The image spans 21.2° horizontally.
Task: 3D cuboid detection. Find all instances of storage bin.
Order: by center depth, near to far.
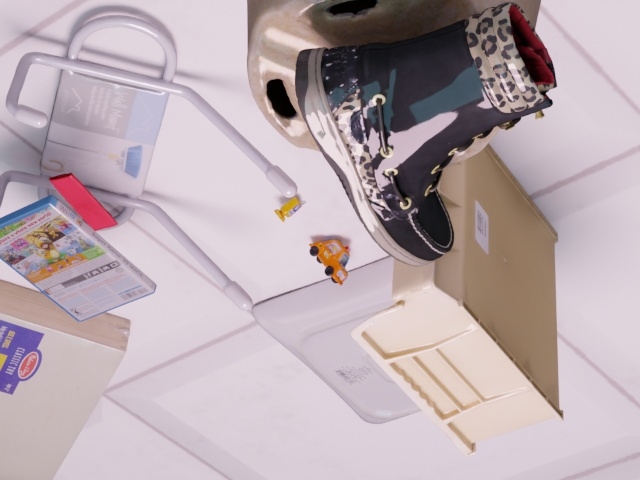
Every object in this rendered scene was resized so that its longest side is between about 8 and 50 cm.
[{"bbox_3d":[0.144,0.038,1.791,0.123,0.262,0.260,-20,134,27],"label":"storage bin"}]

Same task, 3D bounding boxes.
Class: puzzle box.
[{"bbox_3d":[-0.433,0.191,2.221,0.272,0.052,0.409,19,139,-14],"label":"puzzle box"}]

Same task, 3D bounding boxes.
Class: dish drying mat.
[{"bbox_3d":[-0.245,-0.040,1.764,0.032,0.008,0.083,-14,135,28],"label":"dish drying mat"}]

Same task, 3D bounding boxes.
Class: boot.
[{"bbox_3d":[0.104,-0.077,1.318,0.178,0.085,0.236,-15,135,21],"label":"boot"}]

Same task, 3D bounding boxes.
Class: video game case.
[{"bbox_3d":[-0.274,0.022,1.839,0.119,0.015,0.166,-21,131,34],"label":"video game case"}]

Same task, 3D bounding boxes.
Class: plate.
[{"bbox_3d":[0.098,0.132,2.082,0.278,0.045,0.277,-20,134,29],"label":"plate"}]

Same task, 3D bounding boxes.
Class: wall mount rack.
[{"bbox_3d":[-0.190,-0.067,1.815,0.304,0.130,0.350,13,141,-8],"label":"wall mount rack"}]

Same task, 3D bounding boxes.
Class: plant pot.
[{"bbox_3d":[0.064,-0.238,1.436,0.333,0.305,0.334,4,140,3],"label":"plant pot"}]

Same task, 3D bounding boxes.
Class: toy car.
[{"bbox_3d":[0.000,0.000,1.931,0.040,0.060,0.122,-38,138,2],"label":"toy car"}]
